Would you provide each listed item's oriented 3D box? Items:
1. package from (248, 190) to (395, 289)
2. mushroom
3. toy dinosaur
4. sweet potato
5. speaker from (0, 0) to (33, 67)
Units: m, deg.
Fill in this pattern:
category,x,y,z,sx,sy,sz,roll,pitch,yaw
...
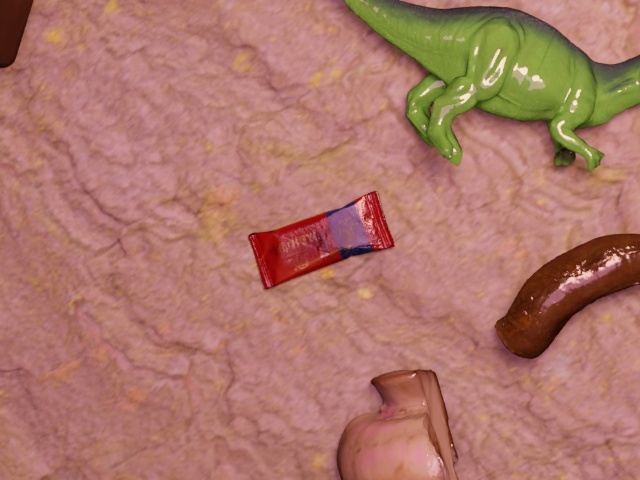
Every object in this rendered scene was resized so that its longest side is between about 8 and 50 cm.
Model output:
category,x,y,z,sx,sy,sz,roll,pitch,yaw
package,0.000,0.000,1.932,0.200,0.022,0.083,-19,92,14
mushroom,0.096,0.305,1.875,0.173,0.162,0.236,-16,91,10
toy dinosaur,0.241,-0.299,1.799,0.374,0.144,0.500,-28,95,7
sweet potato,0.363,0.057,1.845,0.286,0.085,0.112,-29,111,6
speaker,-0.490,-0.367,1.897,0.153,0.192,0.231,19,100,7
